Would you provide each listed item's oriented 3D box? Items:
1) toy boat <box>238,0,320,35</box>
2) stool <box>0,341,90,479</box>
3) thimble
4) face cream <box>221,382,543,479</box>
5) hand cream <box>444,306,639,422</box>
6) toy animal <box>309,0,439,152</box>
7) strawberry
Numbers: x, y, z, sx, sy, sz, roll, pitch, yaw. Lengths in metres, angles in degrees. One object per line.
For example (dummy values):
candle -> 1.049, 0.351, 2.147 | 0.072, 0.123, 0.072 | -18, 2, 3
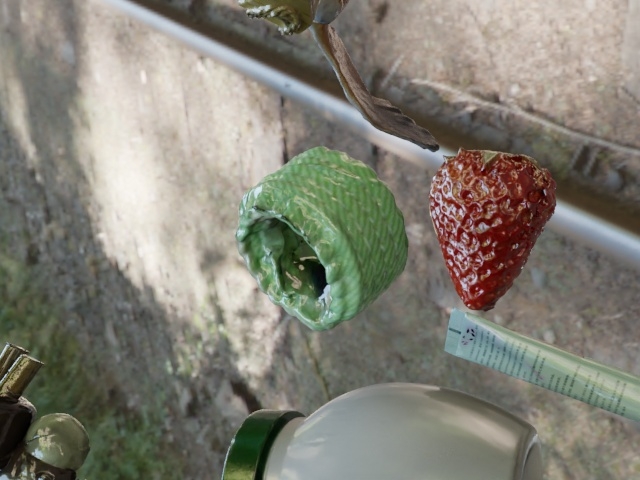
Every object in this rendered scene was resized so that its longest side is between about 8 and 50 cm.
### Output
toy boat -> -0.086, -0.212, 0.692 | 0.072, 0.206, 0.064 | -20, 47, 53
stool -> -0.294, 0.158, 0.904 | 0.125, 0.217, 0.121 | 98, -162, -80
thimble -> 0.000, 0.000, 1.291 | 0.219, 0.150, 0.219 | 32, 143, 27
face cream -> 0.078, 0.316, 1.218 | 0.357, 0.312, 0.219 | -1, 137, 23
hand cream -> 0.323, 0.177, 1.324 | 0.331, 0.058, 0.085 | 18, 134, 15
toy animal -> 0.012, -0.268, 0.990 | 0.284, 0.302, 0.225 | 50, 121, 49
strawberry -> 0.260, -0.013, 1.536 | 0.205, 0.205, 0.245 | 4, 88, 60
